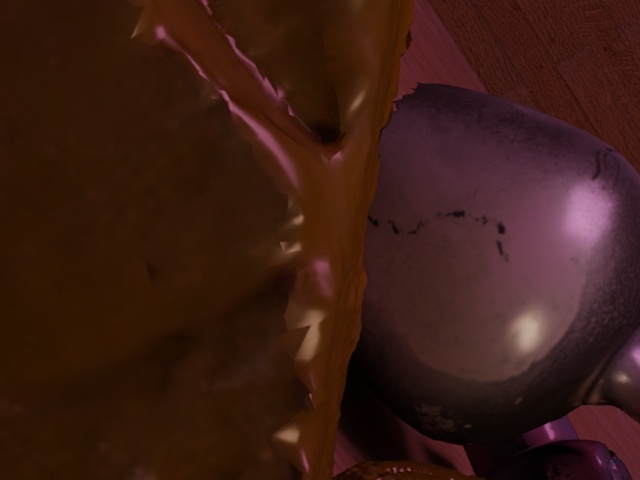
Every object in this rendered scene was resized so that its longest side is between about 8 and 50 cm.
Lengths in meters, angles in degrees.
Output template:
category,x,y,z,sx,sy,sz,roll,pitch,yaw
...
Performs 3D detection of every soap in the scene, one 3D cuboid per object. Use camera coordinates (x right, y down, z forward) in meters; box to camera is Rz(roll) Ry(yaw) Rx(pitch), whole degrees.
category,x,y,z,sx,sy,sz,roll,pitch,yaw
soap,0.000,0.000,0.541,0.339,0.304,0.169,55,18,-19

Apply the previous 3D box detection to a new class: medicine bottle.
category,x,y,z,sx,sy,sz,roll,pitch,yaw
medicine bottle,0.169,0.202,1.131,0.094,0.119,0.188,38,26,-59

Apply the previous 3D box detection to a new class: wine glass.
category,x,y,z,sx,sy,sz,roll,pitch,yaw
wine glass,0.155,0.048,1.033,0.323,0.238,0.238,37,8,14

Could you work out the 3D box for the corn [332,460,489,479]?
category,x,y,z,sx,sy,sz,roll,pitch,yaw
corn,0.064,0.169,0.914,0.231,0.080,0.080,27,35,-62
